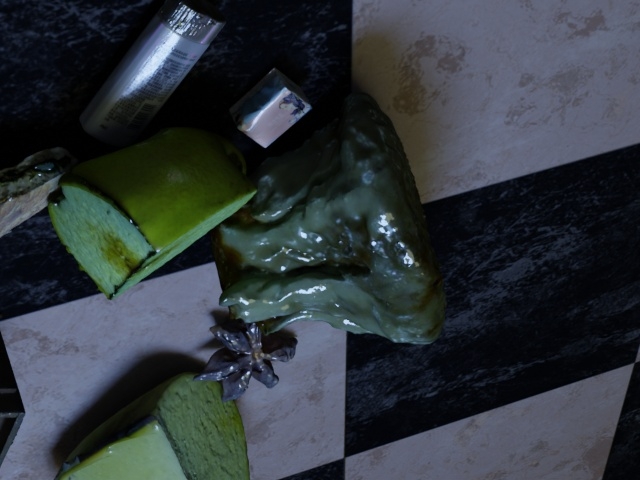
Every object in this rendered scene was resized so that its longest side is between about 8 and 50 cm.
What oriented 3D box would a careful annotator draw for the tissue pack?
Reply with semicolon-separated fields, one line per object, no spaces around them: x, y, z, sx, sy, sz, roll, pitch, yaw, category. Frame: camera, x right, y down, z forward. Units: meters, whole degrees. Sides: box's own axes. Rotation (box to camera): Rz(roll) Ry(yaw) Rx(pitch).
-0.072;-0.185;1.778;0.094;0.058;0.074;-41;140;15;tissue pack

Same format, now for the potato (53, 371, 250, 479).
-0.285;0.382;2.167;0.280;0.212;0.330;-17;117;24;potato

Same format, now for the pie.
-0.422;-0.040;1.680;0.218;0.052;0.185;-33;169;-45;pie

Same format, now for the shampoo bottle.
-0.221;-0.222;1.657;0.086;0.056;0.227;15;124;-46;shampoo bottle

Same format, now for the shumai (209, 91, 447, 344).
0.000;0.000;1.845;0.324;0.324;0.397;-15;135;6;shumai

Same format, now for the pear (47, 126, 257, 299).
-0.213;-0.065;1.707;0.292;0.159;0.292;-33;178;-1;pear

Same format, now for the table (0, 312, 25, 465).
-0.545;0.222;1.832;0.169;0.193;0.172;6;129;-34;table

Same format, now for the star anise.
-0.123;0.197;2.116;0.172;0.063;0.208;-48;139;-8;star anise
